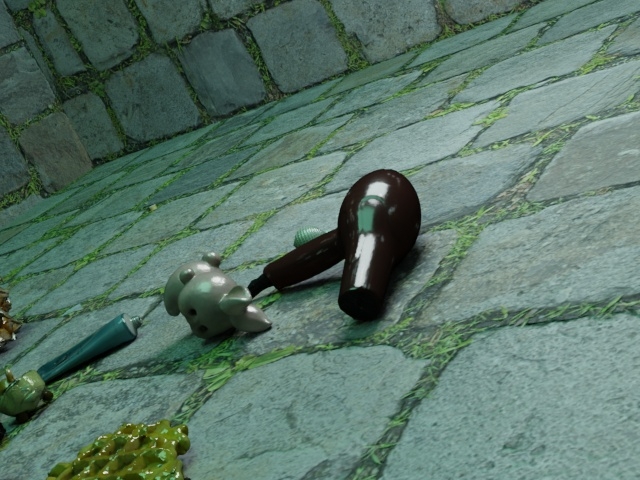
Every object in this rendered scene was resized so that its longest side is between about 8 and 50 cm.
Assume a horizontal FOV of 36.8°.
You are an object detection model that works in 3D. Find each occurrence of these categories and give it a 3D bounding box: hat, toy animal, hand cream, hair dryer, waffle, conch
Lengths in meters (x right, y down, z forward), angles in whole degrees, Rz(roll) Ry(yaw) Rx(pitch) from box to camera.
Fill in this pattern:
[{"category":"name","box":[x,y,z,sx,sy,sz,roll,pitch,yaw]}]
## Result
[{"category":"hat","box":[-0.473,0.253,1.545,0.076,0.059,0.077,-56,-12,30]},{"category":"toy animal","box":[-0.167,0.098,1.470,0.124,0.124,0.212,-31,23,-14]},{"category":"toy animal","box":[-0.554,0.255,1.642,0.083,0.081,0.060,2,29,19]},{"category":"hand cream","box":[-0.408,0.191,1.678,0.224,0.048,0.083,-30,18,5]},{"category":"hair dryer","box":[-0.006,0.047,1.447,0.340,0.123,0.313,-29,23,32]},{"category":"waffle","box":[-0.270,0.299,1.095,0.280,0.060,0.262,-27,13,-9]},{"category":"conch","box":[-0.001,0.004,1.598,0.085,0.057,0.076,7,4,8]}]

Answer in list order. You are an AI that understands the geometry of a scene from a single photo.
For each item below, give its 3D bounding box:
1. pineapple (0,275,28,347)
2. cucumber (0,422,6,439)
[{"category":"pineapple","box":[-0.821,0.144,2.015,0.352,0.300,0.352,-22,11,4]},{"category":"cucumber","box":[-0.536,0.292,1.534,0.053,0.053,0.181,-32,18,-20]}]
